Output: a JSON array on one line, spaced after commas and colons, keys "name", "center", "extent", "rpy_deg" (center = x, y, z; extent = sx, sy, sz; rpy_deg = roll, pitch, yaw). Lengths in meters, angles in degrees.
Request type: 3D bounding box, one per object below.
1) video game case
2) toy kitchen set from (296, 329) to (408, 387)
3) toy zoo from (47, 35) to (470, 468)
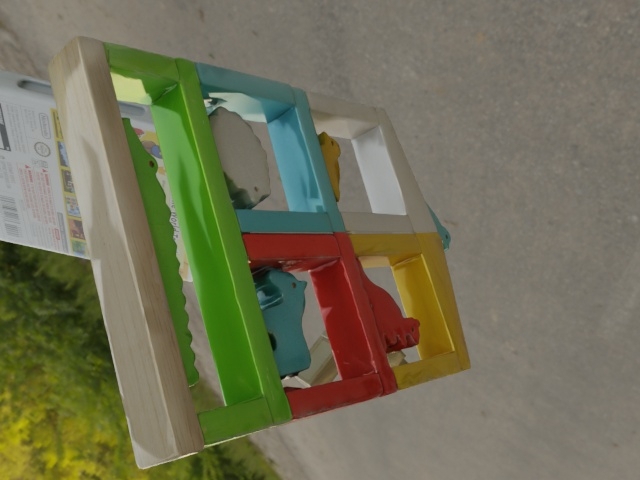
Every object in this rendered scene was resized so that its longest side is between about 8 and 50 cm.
[{"name": "video game case", "center": [-0.207, -0.050, 0.653], "extent": [0.206, 0.026, 0.227], "rpy_deg": [13, 144, -5]}, {"name": "toy kitchen set", "center": [0.022, 0.109, 0.631], "extent": [0.083, 0.075, 0.068], "rpy_deg": [48, 164, -27]}, {"name": "toy zoo", "center": [0.000, 0.000, 0.420], "extent": [0.030, 0.293, 0.192], "rpy_deg": [-26, 73, 36]}]
